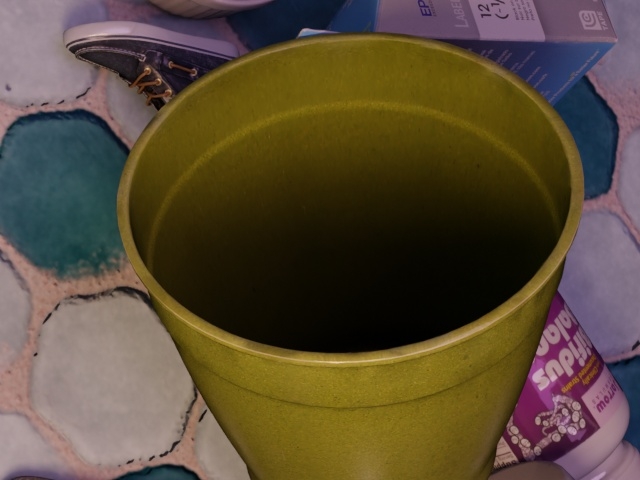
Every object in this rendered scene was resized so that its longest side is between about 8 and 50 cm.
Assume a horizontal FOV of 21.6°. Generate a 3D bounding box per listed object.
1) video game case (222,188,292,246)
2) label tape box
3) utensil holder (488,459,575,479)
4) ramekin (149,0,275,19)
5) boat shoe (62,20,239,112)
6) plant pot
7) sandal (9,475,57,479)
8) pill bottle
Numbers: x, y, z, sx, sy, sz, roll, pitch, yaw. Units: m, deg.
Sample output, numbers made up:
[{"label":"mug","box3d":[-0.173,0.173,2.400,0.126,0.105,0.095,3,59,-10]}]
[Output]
[{"label":"video game case","box3d":[0.000,0.000,1.616,0.212,0.023,0.193,-34,138,-20]},{"label":"label tape box","box3d":[0.074,-0.173,1.633,0.347,0.249,0.115,-1,63,-28]},{"label":"utensil holder","box3d":[0.228,0.449,1.573,0.385,0.327,0.327,49,62,-10]},{"label":"ramekin","box3d":[-0.112,-0.316,1.649,0.207,0.109,0.207,5,79,-28]},{"label":"boat shoe","box3d":[-0.160,-0.158,1.617,0.183,0.065,0.083,6,77,-29]},{"label":"plant pot","box3d":[0.034,0.072,1.444,0.366,0.353,0.366,-3,47,3]},{"label":"sandal","box3d":[-0.181,0.276,1.540,0.254,0.054,0.097,22,63,-13]},{"label":"pill bottle","box3d":[0.209,0.152,1.703,0.169,0.169,0.301,-39,100,-29]}]
